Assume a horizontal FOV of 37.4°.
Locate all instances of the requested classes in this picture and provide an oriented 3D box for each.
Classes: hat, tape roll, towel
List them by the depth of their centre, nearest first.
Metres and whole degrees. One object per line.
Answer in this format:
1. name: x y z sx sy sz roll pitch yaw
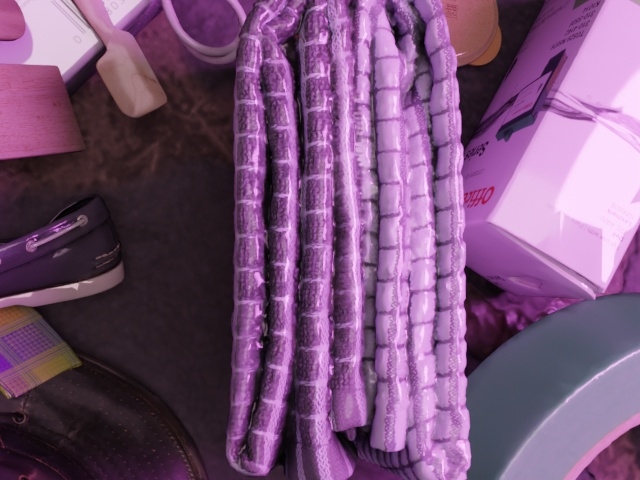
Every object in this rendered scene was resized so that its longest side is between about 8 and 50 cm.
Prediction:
1. towel: 0.000 0.000 0.579 0.121 0.235 0.283 0 87 -7
2. hat: -0.220 0.206 0.581 0.331 0.134 0.331 1 87 -11
3. towel: -0.204 0.066 0.620 0.083 0.009 0.060 38 38 20
4. tape roll: 0.200 0.197 0.629 0.321 0.077 0.321 -7 108 -23

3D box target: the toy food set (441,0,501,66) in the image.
1. toy food set: 0.096 -0.170 0.710 0.083 0.020 0.082 -8 89 -10

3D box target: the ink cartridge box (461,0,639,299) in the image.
1. ink cartridge box: 0.173 -0.077 0.650 0.093 0.160 0.219 31 82 -7

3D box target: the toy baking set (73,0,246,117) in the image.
1. toy baking set: -0.106 -0.220 0.611 0.197 0.030 0.256 32 82 -9

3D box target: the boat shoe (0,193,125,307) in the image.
1. boat shoe: -0.233 0.012 0.609 0.206 0.075 0.065 -10 111 -18

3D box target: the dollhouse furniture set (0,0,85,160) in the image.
1. dollhouse furniture set: -0.260 -0.097 0.579 0.151 0.123 0.144 -18 92 24

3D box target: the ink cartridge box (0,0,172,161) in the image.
1. ink cartridge box: -0.267 -0.173 0.624 0.239 0.060 0.275 45 81 -5
